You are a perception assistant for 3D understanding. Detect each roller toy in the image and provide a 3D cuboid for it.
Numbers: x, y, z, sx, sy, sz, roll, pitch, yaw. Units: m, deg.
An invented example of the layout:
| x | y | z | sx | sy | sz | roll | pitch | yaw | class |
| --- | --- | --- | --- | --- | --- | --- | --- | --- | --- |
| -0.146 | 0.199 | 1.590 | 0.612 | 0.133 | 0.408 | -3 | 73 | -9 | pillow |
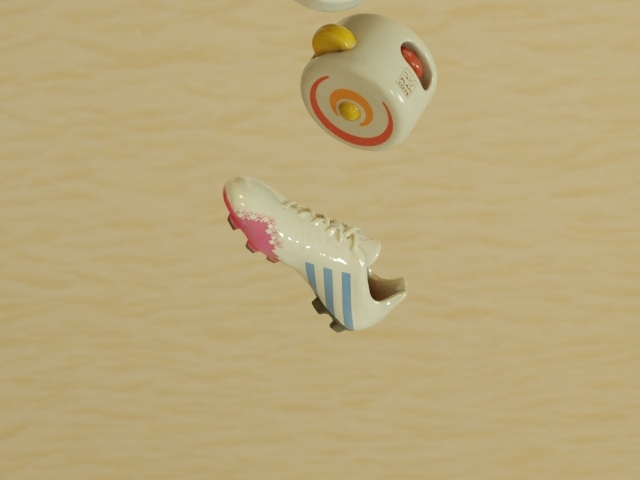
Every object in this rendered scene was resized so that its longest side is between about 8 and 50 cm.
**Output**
| x | y | z | sx | sy | sz | roll | pitch | yaw | class |
| --- | --- | --- | --- | --- | --- | --- | --- | --- | --- |
| 0.072 | -0.242 | 1.985 | 0.146 | 0.191 | 0.209 | -58 | 169 | -33 | roller toy |

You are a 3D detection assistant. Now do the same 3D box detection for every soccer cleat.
| x | y | z | sx | sy | sz | roll | pitch | yaw | class |
| --- | --- | --- | --- | --- | --- | --- | --- | --- | --- |
| 0.000 | 0.000 | 1.888 | 0.331 | 0.143 | 0.116 | 45 | 28 | -28 | soccer cleat |

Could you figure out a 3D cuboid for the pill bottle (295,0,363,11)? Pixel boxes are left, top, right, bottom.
| x | y | z | sx | sy | sz | roll | pitch | yaw | class |
| --- | --- | --- | --- | --- | --- | --- | --- | --- | --- |
| 0.039 | -0.442 | 1.673 | 0.361 | 0.204 | 0.204 | 135 | -45 | -75 | pill bottle |
